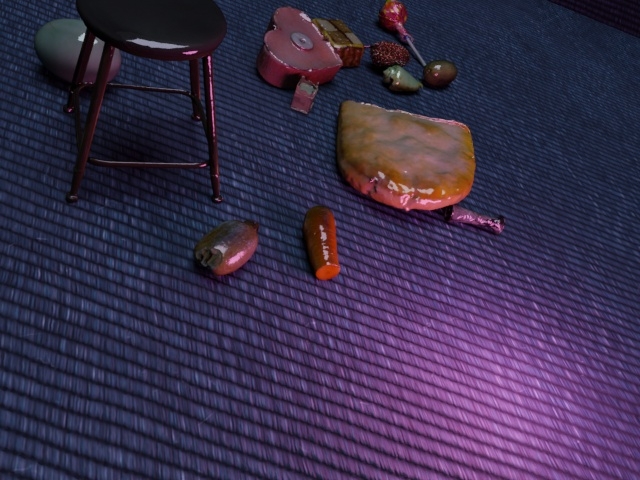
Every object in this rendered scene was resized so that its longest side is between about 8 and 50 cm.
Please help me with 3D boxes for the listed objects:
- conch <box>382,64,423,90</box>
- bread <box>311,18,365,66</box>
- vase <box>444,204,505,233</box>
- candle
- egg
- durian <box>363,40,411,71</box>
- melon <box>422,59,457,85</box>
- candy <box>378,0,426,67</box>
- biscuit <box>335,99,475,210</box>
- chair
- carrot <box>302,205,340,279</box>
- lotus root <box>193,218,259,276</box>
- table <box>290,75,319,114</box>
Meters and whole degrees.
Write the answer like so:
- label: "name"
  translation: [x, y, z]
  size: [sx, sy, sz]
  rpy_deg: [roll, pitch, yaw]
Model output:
- label: "conch"
  translation: [0.304, -0.578, 2.073]
  size: [0.170, 0.079, 0.106]
  rpy_deg: [14, 59, -19]
- label: "bread"
  translation: [0.051, -0.734, 2.098]
  size: [0.181, 0.096, 0.222]
  rpy_deg: [-9, 52, -32]
- label: "vase"
  translation: [0.447, -0.064, 1.646]
  size: [0.167, 0.059, 0.059]
  rpy_deg: [13, 45, -10]
- label: "candle"
  translation: [-0.071, -0.632, 1.932]
  size: [0.287, 0.131, 0.317]
  rpy_deg: [17, 53, -16]
- label: "egg"
  translation: [-0.653, -0.508, 1.532]
  size: [0.230, 0.168, 0.168]
  rpy_deg: [18, 44, 0]
- label: "durian"
  translation: [0.241, -0.676, 2.111]
  size: [0.188, 0.091, 0.148]
  rpy_deg: [21, 0, -8]
- label: "melon"
  translation: [0.462, -0.643, 2.177]
  size: [0.162, 0.099, 0.099]
  rpy_deg: [-12, 54, -38]
- label: "candy"
  translation: [0.350, -0.848, 2.342]
  size: [0.124, 0.124, 0.365]
  rpy_deg: [-10, 61, -30]
- label: "biscuit"
  translation: [0.257, -0.245, 1.696]
  size: [0.429, 0.104, 0.446]
  rpy_deg: [9, 46, -5]
- label: "chair"
  translation: [-0.404, -0.358, 1.319]
  size: [0.364, 0.410, 0.362]
  rpy_deg: [-2, 49, -23]
- label: "carrot"
  translation: [0.000, 0.000, 1.381]
  size: [0.087, 0.087, 0.193]
  rpy_deg: [8, 48, -15]
- label: "lotus root"
  translation: [-0.204, 0.007, 1.287]
  size: [0.113, 0.088, 0.192]
  rpy_deg: [30, 43, 16]
- label: "table"
  translation: [-0.048, -0.461, 1.801]
  size: [0.062, 0.083, 0.079]
  rpy_deg: [21, 43, -2]
